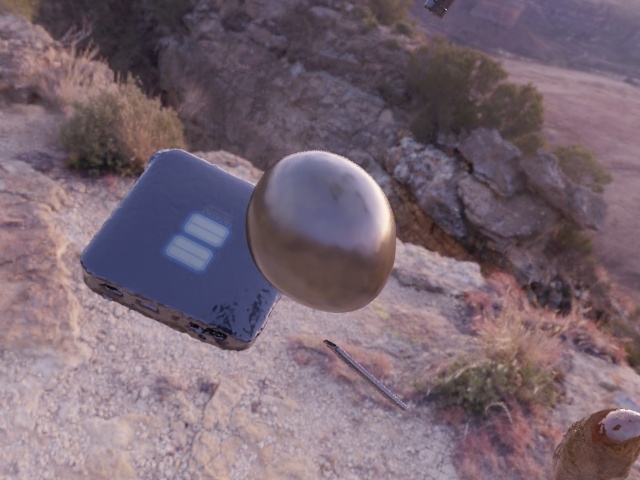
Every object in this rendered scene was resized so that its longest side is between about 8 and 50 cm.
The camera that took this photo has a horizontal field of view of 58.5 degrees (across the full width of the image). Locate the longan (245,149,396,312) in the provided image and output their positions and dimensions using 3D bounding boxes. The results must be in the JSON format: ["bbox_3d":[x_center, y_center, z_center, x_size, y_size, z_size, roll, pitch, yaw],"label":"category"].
[{"bbox_3d":[0.000,0.000,0.640,0.159,0.204,0.185,-23,58,-22],"label":"longan"}]

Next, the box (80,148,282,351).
[{"bbox_3d":[-0.223,0.007,1.093,0.359,0.091,0.350,25,54,-3],"label":"box"}]

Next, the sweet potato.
[{"bbox_3d":[0.440,0.403,0.989,0.109,0.385,0.109,11,39,-9],"label":"sweet potato"}]

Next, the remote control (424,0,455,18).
[{"bbox_3d":[0.141,-0.264,0.569,0.034,0.091,0.016,18,29,-39],"label":"remote control"}]

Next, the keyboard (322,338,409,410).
[{"bbox_3d":[0.065,0.195,0.824,0.155,0.010,0.053,43,-12,-16],"label":"keyboard"}]
